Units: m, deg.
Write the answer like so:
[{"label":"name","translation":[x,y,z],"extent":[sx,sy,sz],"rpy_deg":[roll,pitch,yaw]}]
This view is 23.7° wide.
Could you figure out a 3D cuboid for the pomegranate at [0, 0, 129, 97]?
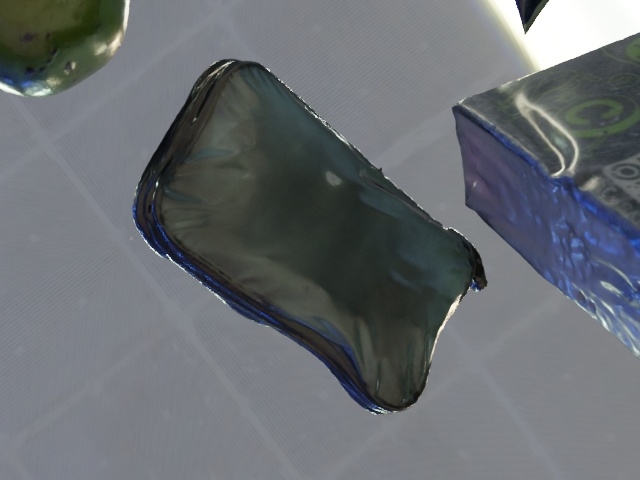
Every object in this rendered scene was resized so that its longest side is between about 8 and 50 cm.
[{"label":"pomegranate","translation":[-0.256,-0.225,1.334],"extent":[0.187,0.225,0.187],"rpy_deg":[1,-103,-5]}]

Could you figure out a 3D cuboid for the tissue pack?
[{"label":"tissue pack","translation":[0.337,-0.075,1.136],"extent":[0.394,0.288,0.124],"rpy_deg":[-23,-55,-17]}]

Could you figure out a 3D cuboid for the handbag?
[{"label":"handbag","translation":[0.002,0.002,1.305],"extent":[0.332,0.075,0.192],"rpy_deg":[38,-118,-23]}]

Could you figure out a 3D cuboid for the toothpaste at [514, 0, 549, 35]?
[{"label":"toothpaste","translation":[0.109,-0.183,0.873],"extent":[0.037,0.021,0.140],"rpy_deg":[-53,-43,-33]}]
